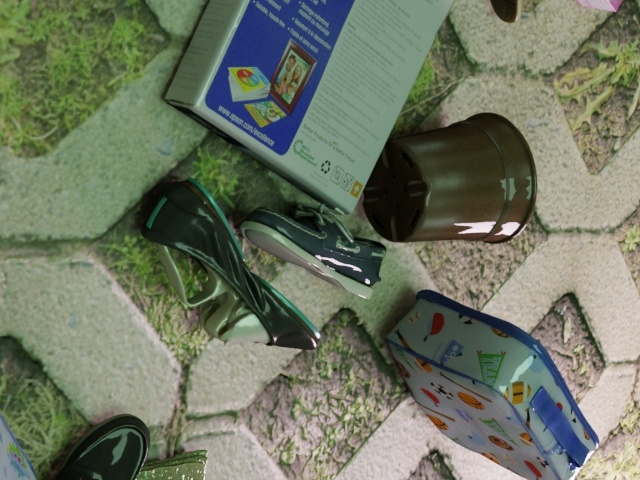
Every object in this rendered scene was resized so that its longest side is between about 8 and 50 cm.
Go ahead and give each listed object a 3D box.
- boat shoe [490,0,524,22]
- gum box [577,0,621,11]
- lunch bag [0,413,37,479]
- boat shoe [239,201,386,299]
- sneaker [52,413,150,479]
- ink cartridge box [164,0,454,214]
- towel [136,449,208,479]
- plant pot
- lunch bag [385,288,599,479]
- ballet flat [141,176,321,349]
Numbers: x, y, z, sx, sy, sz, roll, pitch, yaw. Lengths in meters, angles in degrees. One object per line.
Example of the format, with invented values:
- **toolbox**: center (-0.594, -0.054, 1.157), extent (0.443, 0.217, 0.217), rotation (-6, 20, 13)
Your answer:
- **boat shoe**: center (0.240, -0.351, 1.909), extent (0.048, 0.056, 0.153), rotation (-26, 116, -32)
- **gum box**: center (0.358, -0.396, 2.008), extent (0.188, 0.062, 0.107), rotation (38, 77, -47)
- **lunch bag**: center (-0.341, 0.226, 1.436), extent (0.090, 0.176, 0.219), rotation (-14, 128, 6)
- **boat shoe**: center (0.000, 0.000, 1.757), extent (0.254, 0.095, 0.079), rotation (28, 85, -49)
- **sneaker**: center (-0.239, 0.280, 1.579), extent (0.083, 0.118, 0.222), rotation (46, 69, -21)
- **ink cartridge box**: center (-0.001, -0.225, 1.695), extent (0.303, 0.072, 0.307), rotation (32, 79, -47)
- **towel**: center (-0.189, 0.299, 1.723), extent (0.148, 0.027, 0.110), rotation (-8, 112, -46)
- **plant pot**: center (0.149, -0.067, 1.850), extent (0.165, 0.167, 0.167), rotation (-10, 112, -37)
- **lunch bag**: center (0.233, 0.202, 1.970), extent (0.115, 0.243, 0.303), rotation (-54, 135, -17)
- **ballet flat**: center (-0.107, 0.050, 1.676), extent (0.096, 0.095, 0.280), rotation (-45, 123, -12)
